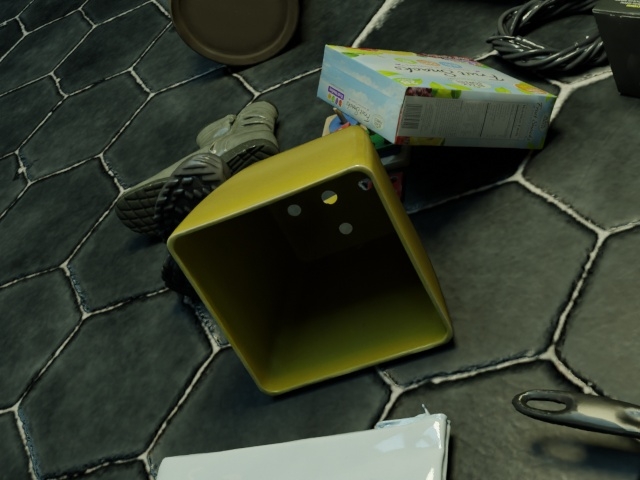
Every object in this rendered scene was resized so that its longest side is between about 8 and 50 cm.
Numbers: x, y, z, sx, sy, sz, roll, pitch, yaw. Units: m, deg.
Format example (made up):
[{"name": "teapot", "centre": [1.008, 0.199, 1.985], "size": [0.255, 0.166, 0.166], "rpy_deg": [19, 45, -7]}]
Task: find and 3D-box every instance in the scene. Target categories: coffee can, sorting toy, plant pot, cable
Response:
[{"name": "coffee can", "centre": [-0.130, -0.447, 1.501], "size": [0.202, 0.201, 0.275], "rpy_deg": [-19, 41, 19]}, {"name": "sorting toy", "centre": [0.050, -0.134, 1.166], "size": [0.132, 0.046, 0.274], "rpy_deg": [-13, 43, 26]}, {"name": "plant pot", "centre": [0.000, 0.000, 0.949], "size": [0.212, 0.212, 0.187], "rpy_deg": [-20, 27, 17]}, {"name": "cable", "centre": [0.297, -0.259, 1.129], "size": [0.185, 0.047, 0.150], "rpy_deg": [-11, 48, 21]}]

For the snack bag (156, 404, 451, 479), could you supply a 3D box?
[{"name": "snack bag", "centre": [-0.045, 0.313, 0.772], "size": [0.323, 0.037, 0.342], "rpy_deg": [-14, 43, 23]}]

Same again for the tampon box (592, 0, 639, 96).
[{"name": "tampon box", "centre": [0.391, -0.244, 0.975], "size": [0.161, 0.120, 0.101], "rpy_deg": [-46, 39, -15]}]

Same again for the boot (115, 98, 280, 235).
[{"name": "boot", "centre": [-0.164, -0.103, 1.278], "size": [0.247, 0.083, 0.161], "rpy_deg": [-22, 32, 6]}]

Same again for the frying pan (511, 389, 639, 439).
[{"name": "frying pan", "centre": [0.307, 0.169, 0.654], "size": [0.326, 0.053, 0.197], "rpy_deg": [-17, 40, 22]}]

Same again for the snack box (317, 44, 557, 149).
[{"name": "snack box", "centre": [0.128, -0.162, 1.029], "size": [0.207, 0.070, 0.174], "rpy_deg": [-3, 26, -29]}]

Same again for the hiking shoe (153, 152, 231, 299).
[{"name": "hiking shoe", "centre": [-0.141, -0.035, 1.075], "size": [0.086, 0.226, 0.114], "rpy_deg": [18, 48, -1]}]
